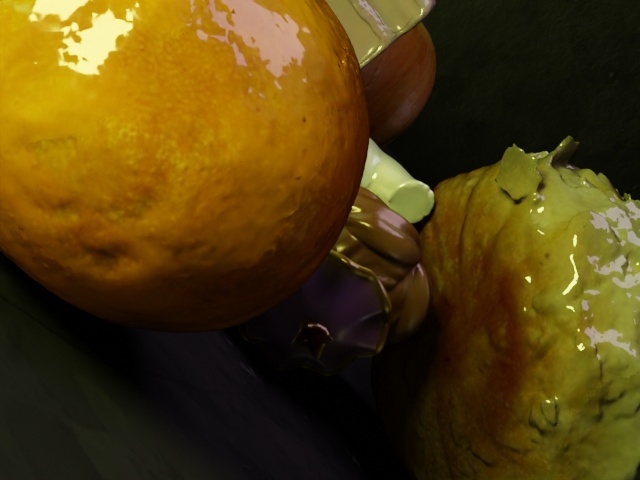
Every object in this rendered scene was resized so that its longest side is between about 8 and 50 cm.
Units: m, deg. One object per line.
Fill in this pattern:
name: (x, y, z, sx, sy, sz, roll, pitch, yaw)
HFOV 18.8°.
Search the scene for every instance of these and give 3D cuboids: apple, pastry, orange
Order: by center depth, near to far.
orange: (-0.100, -0.082, 1.095, 0.284, 0.226, 0.284, 44, 12, -12)
pastry: (0.153, 0.092, 1.513, 0.136, 0.330, 0.330, 5, 34, -31)
apple: (-0.003, -0.224, 2.294, 0.286, 0.233, 0.286, 50, 3, -4)

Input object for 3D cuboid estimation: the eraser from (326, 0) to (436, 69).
eraser: (-0.091, -0.298, 2.007, 0.359, 0.272, 0.122, 51, 5, -6)

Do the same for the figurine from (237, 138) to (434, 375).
figurine: (0.000, 0.000, 1.491, 0.263, 0.189, 0.142, -107, 176, -57)
